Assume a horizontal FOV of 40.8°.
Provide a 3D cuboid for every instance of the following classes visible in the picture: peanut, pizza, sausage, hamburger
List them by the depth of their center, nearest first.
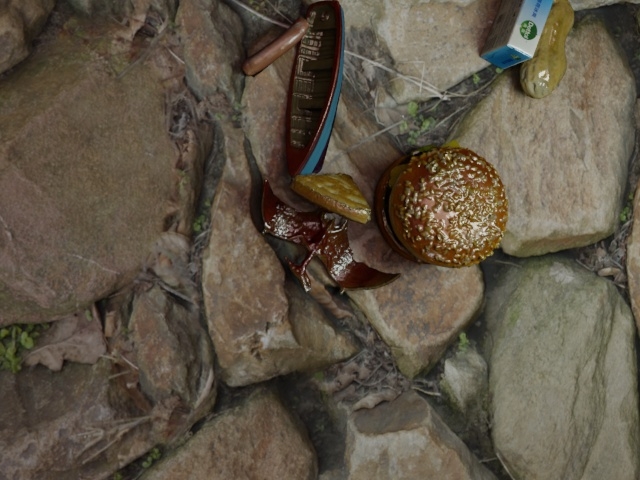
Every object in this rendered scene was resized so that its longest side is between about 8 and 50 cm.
[{"bbox_3d":[0.033,-0.098,1.850,0.188,0.199,0.062,28,114,6],"label":"pizza"},{"bbox_3d":[-0.096,-0.417,1.857,0.177,0.047,0.040,-39,123,-1],"label":"sausage"},{"bbox_3d":[0.268,-0.073,1.878,0.291,0.225,0.291,1,87,-14],"label":"hamburger"},{"bbox_3d":[0.530,-0.455,2.015,0.101,0.117,0.263,8,83,25],"label":"peanut"}]

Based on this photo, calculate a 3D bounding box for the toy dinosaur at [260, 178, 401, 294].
[{"bbox_3d":[0.000,-0.010,1.861,0.207,0.113,0.327,-30,94,-18],"label":"toy dinosaur"}]

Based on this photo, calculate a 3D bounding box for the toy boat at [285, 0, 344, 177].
[{"bbox_3d":[-0.008,-0.323,1.863,0.079,0.136,0.392,11,85,-47],"label":"toy boat"}]

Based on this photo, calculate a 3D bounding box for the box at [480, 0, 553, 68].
[{"bbox_3d":[0.457,-0.506,1.974,0.073,0.139,0.194,23,84,-15],"label":"box"}]
